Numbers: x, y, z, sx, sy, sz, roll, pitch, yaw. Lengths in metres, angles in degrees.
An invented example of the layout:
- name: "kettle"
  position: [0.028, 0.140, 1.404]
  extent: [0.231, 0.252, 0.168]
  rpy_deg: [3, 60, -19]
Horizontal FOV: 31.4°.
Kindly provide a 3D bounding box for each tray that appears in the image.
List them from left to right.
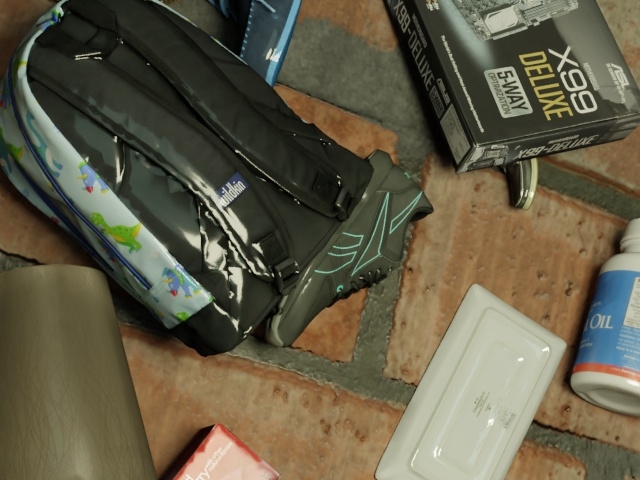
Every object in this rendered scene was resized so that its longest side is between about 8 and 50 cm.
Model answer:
- name: "tray"
  position: [0.185, 0.195, 1.336]
  extent: [0.145, 0.030, 0.270]
  rpy_deg: [33, 70, -8]

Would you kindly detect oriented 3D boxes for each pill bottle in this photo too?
- name: "pill bottle"
  position: [0.387, 0.090, 1.373]
  extent: [0.124, 0.124, 0.221]
  rpy_deg: [24, 70, -10]

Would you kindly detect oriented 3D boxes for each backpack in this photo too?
- name: "backpack"
  position: [-0.172, -0.091, 1.191]
  extent: [0.355, 0.273, 0.290]
  rpy_deg: [48, 58, -19]

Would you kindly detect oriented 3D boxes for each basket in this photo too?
- name: "basket"
  position: [-0.274, 0.149, 1.148]
  extent: [0.204, 0.154, 0.226]
  rpy_deg: [-5, 74, -9]

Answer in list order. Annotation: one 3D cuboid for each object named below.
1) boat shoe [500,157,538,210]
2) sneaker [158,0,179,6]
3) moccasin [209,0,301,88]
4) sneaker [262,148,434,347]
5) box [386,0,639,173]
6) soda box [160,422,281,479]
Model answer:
- name: "boat shoe"
  position: [0.239, -0.109, 1.417]
  extent: [0.049, 0.056, 0.152]
  rpy_deg: [5, 66, -11]
- name: "sneaker"
  position: [-0.235, -0.291, 1.319]
  extent: [0.188, 0.066, 0.071]
  rpy_deg: [-26, 68, -26]
- name: "moccasin"
  position: [-0.075, -0.323, 1.346]
  extent: [0.117, 0.137, 0.342]
  rpy_deg: [13, 59, -9]
- name: "sneaker"
  position: [0.034, 0.020, 1.285]
  extent: [0.106, 0.101, 0.267]
  rpy_deg: [38, 69, -8]
- name: "box"
  position: [0.230, -0.248, 1.404]
  extent: [0.242, 0.076, 0.307]
  rpy_deg: [-12, 69, -19]
- name: "soda box"
  position: [-0.161, 0.317, 1.172]
  extent: [0.092, 0.083, 0.263]
  rpy_deg: [41, 68, -5]
